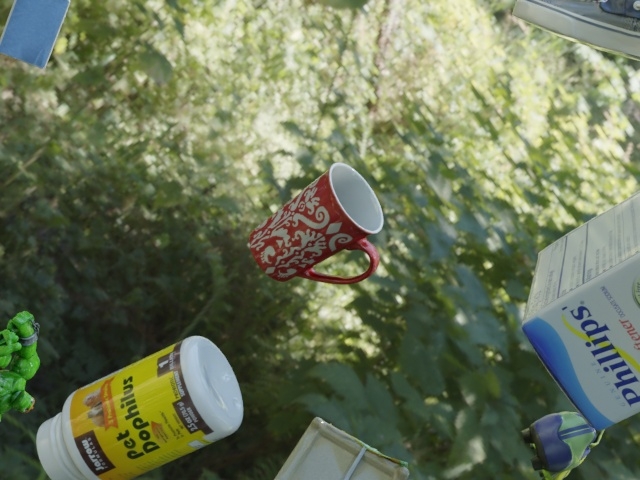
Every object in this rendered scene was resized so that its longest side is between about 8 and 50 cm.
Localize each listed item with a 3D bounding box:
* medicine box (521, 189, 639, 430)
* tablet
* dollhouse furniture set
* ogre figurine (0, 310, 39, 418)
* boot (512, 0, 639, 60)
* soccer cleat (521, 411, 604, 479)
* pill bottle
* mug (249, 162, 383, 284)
[{"bbox_3d":[0.391,0.037,0.963,0.149,0.289,0.263,54,24,-2],"label":"medicine box"},{"bbox_3d":[-0.311,-0.233,0.934,0.054,0.083,0.006,18,14,-31],"label":"tablet"},{"bbox_3d":[-0.004,0.477,1.444,0.198,0.301,0.151,27,-26,20],"label":"dollhouse furniture set"},{"bbox_3d":[-0.474,0.207,1.262,0.118,0.097,0.197,82,16,-60],"label":"ogre figurine"},{"bbox_3d":[0.254,-0.188,0.677,0.190,0.086,0.069,22,15,18],"label":"boot"},{"bbox_3d":[0.395,0.326,1.369,0.289,0.121,0.093,42,31,-65],"label":"soccer cleat"},{"bbox_3d":[-0.203,0.198,0.962,0.117,0.215,0.117,60,12,-21],"label":"pill bottle"},{"bbox_3d":[-0.007,-0.004,1.212,0.113,0.169,0.150,18,48,-50],"label":"mug"}]
